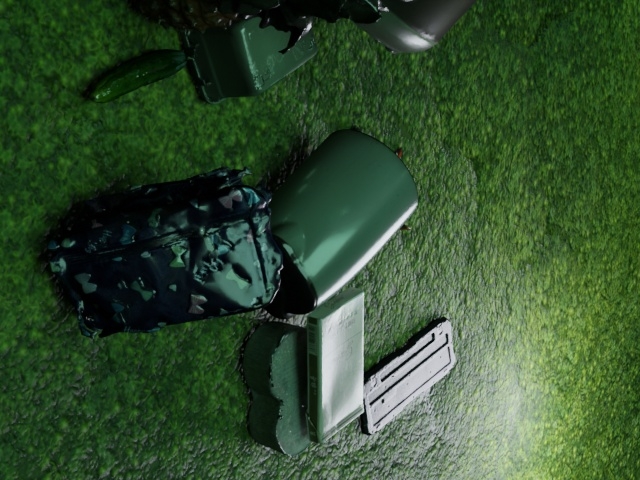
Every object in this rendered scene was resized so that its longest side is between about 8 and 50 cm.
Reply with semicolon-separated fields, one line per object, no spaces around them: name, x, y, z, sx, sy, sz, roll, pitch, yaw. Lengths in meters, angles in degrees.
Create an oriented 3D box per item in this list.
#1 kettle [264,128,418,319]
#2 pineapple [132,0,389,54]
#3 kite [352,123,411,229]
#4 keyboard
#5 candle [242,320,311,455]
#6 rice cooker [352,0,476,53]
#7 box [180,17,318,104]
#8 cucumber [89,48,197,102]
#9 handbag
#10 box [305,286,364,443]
kettle;0.000;0.000;1.696;0.236;0.161;0.221;-48;162;-31
pineapple;-0.061;-0.288;1.380;0.165;0.365;0.165;-22;120;-45
kite;0.081;-0.073;1.883;0.189;0.009;0.232;-54;136;-31
keyboard;0.140;0.214;2.008;0.262;0.016;0.106;-32;121;-44
candle;-0.033;0.195;1.745;0.168;0.068;0.192;-25;119;-46
rice cooker;0.116;-0.431;1.531;0.325;0.335;0.335;-46;143;15
box;-0.082;-0.254;1.574;0.172;0.093;0.124;-43;128;-38
cucumber;-0.213;-0.197;1.466;0.168;0.039;0.039;-33;122;-41
handbag;-0.174;0.012;1.432;0.260;0.113;0.162;-13;111;-5
box;0.021;0.173;1.722;0.109;0.029;0.198;-30;127;-48
